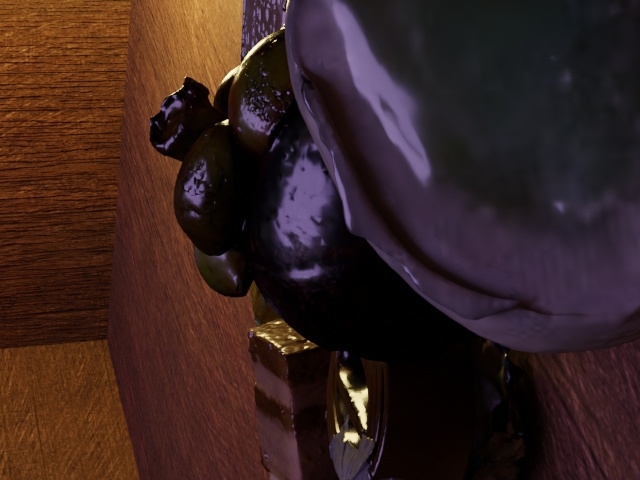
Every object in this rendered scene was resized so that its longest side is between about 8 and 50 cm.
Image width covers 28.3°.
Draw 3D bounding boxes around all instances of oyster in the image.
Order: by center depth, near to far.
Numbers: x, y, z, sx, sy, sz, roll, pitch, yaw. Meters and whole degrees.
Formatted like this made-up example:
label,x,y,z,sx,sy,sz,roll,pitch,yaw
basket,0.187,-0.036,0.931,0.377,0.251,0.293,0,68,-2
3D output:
label,x,y,z,sx,sy,sz,roll,pitch,yaw
oyster,0.187,0.230,1.514,0.198,0.092,0.259,144,133,-68

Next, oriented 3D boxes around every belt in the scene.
label,x,y,z,sx,sy,sz,roll,pitch,yaw
belt,0.086,0.193,1.525,0.338,0.122,0.217,-109,32,-68

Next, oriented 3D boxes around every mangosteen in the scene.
label,x,y,z,sx,sy,sz,roll,pitch,yaw
mangosteen,0.046,-0.046,1.344,0.381,0.421,0.381,169,90,-89

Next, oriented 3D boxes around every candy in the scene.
label,x,y,z,sx,sy,sz,roll,pitch,yaw
candy,0.182,-0.116,1.072,0.186,0.386,0.426,19,-124,-74

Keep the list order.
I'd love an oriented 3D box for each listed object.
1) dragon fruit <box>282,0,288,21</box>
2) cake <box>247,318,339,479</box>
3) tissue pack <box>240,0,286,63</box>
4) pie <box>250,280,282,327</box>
label,x,y,z,sx,sy,sz,roll,pitch,yaw
dragon fruit,0.074,-0.303,1.569,0.234,0.234,0.293,123,154,-61
cake,0.018,0.258,1.860,0.196,0.199,0.293,-163,66,-65
tissue pack,-0.001,-0.361,1.763,0.134,0.192,0.270,28,123,44
pie,-0.074,0.045,2.268,0.302,0.067,0.302,179,90,-71
